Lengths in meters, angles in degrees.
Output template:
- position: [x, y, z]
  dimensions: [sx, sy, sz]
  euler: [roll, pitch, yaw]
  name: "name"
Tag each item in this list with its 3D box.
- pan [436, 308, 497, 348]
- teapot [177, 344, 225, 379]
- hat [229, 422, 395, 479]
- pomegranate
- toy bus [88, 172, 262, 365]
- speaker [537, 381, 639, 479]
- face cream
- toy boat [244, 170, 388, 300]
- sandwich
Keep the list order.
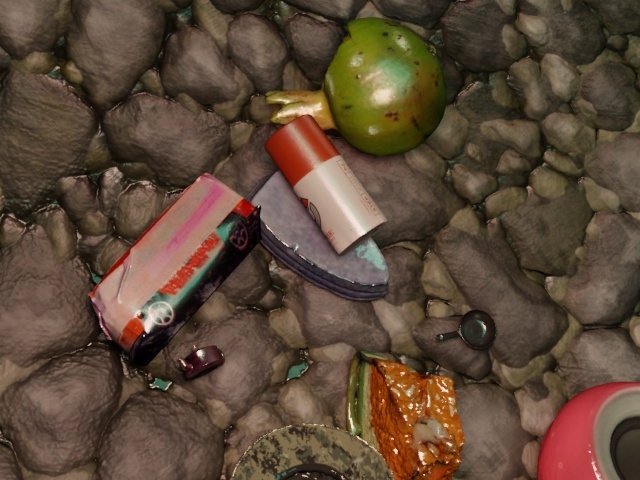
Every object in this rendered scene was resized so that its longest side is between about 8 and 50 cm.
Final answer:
- position: [0.242, 0.155, 1.870]
  dimensions: [0.115, 0.023, 0.068]
  euler: [-8, 77, -22]
  name: "pan"
- position: [-0.184, 0.183, 1.713]
  dimensions: [0.100, 0.068, 0.045]
  euler: [-10, 71, -56]
  name: "teapot"
- position: [-0.011, 0.411, 1.660]
  dimensions: [0.266, 0.128, 0.265]
  euler: [2, 63, -4]
  name: "hat"
- position: [0.062, -0.238, 1.852]
  dimensions: [0.302, 0.236, 0.235]
  euler: [-22, 80, 2]
  name: "pomegranate"
- position: [-0.222, 0.044, 1.713]
  dimensions: [0.147, 0.127, 0.302]
  euler: [41, 68, 4]
  name: "toy bus"
- position: [0.480, 0.365, 1.745]
  dimensions: [0.294, 0.294, 0.294]
  euler: [5, 72, -15]
  name: "speaker"
- position: [0.008, -0.089, 1.758]
  dimensions: [0.096, 0.096, 0.214]
  euler: [-32, 83, -23]
  name: "face cream"
- position: [0.000, 0.000, 1.819]
  dimensions: [0.283, 0.078, 0.127]
  euler: [37, 63, -2]
  name: "toy boat"
- position: [0.133, 0.295, 1.709]
  dimensions: [0.109, 0.212, 0.292]
  euler: [4, 52, -33]
  name: "sandwich"
